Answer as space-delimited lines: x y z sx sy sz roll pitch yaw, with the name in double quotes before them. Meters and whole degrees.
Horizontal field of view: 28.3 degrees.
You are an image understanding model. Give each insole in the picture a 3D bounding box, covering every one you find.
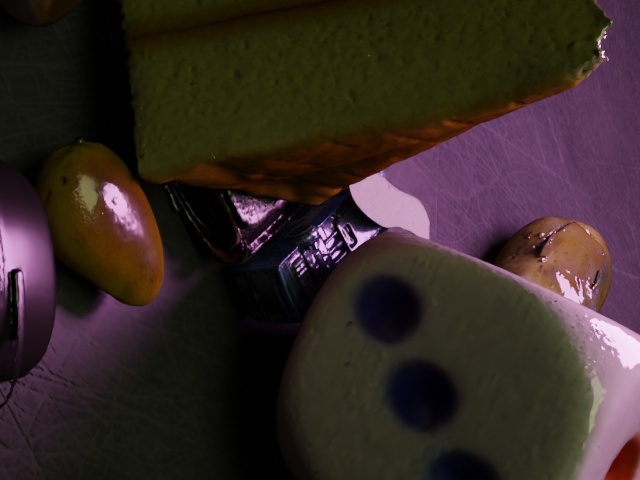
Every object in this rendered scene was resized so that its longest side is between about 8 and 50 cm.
"insole" 0.074 -0.039 1.348 0.197 0.004 0.065 20 55 -60

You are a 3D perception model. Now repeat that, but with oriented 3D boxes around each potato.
"potato" 0.298 0.062 1.640 0.248 0.144 0.169 -44 128 -47

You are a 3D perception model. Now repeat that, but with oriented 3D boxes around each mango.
"mango" -0.187 -0.011 1.093 0.161 0.076 0.103 60 38 -31

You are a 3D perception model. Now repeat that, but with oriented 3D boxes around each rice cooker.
"rice cooker" -0.268 0.029 0.932 0.118 0.142 0.203 2 86 -64

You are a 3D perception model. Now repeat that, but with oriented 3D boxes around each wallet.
"wallet" -0.086 -0.136 1.253 0.221 0.071 0.262 -44 111 -45

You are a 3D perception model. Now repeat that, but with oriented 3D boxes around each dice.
"dice" 0.155 0.172 1.241 0.304 0.304 0.276 23 90 -61

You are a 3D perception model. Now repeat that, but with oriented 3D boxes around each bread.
"bread" 0.037 -0.197 1.096 0.245 0.362 0.233 9 67 -51

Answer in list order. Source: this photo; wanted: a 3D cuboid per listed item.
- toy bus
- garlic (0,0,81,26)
"toy bus" 0.000 0.003 1.312 0.236 0.094 0.079 -45 114 -48
"garlic" -0.204 -0.256 1.070 0.090 0.129 0.198 52 48 -11
